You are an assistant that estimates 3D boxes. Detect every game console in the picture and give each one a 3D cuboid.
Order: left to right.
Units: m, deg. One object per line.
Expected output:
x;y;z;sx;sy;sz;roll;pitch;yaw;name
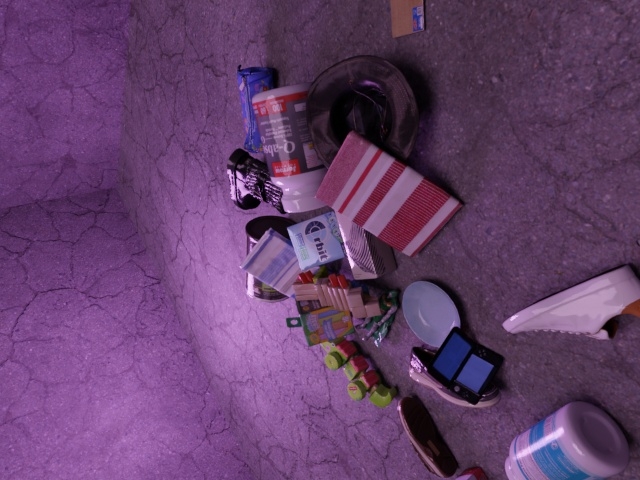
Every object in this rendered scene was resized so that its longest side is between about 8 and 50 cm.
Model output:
0.363;0.313;1.100;0.124;0.144;0.085;26;163;44;game console

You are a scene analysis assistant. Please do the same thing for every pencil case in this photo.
-0.224;-0.459;1.552;0.120;0.133;0.305;15;119;30;pencil case

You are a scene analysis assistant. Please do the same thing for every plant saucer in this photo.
0.314;0.200;1.219;0.195;0.038;0.194;26;124;45;plant saucer

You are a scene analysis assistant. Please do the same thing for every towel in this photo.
-0.123;0.100;1.554;0.285;0.034;0.209;34;118;-16;towel
0.168;-0.113;1.150;0.329;0.037;0.237;33;135;0;towel

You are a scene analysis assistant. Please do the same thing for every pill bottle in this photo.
-0.069;-0.283;1.351;0.210;0.210;0.362;8;116;51;pill bottle
0.526;0.477;0.973;0.146;0.146;0.264;50;140;26;pill bottle

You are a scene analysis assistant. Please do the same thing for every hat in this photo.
0.125;-0.327;1.154;0.332;0.134;0.330;17;122;29;hat

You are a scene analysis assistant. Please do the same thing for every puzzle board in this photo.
0.207;-0.560;1.044;0.097;0.011;0.128;13;116;48;puzzle board

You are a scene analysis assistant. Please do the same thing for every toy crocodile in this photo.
0.118;0.435;1.518;0.340;0.115;0.105;47;132;27;toy crocodile

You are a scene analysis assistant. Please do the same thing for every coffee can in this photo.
-0.187;0.070;1.678;0.202;0.202;0.275;35;132;39;coffee can

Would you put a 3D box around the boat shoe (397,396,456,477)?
0.309;0.617;1.366;0.257;0.095;0.095;60;149;14;boat shoe

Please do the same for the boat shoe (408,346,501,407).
0.350;0.364;1.194;0.285;0.103;0.092;9;117;57;boat shoe

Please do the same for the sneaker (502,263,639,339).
0.507;0.161;0.889;0.290;0.106;0.123;-43;68;50;sneaker

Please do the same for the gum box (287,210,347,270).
0.000;0.000;1.452;0.185;0.041;0.156;-19;89;16;gum box

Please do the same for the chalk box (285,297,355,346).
-0.009;0.260;1.480;0.132;0.213;0.131;-118;13;-69;chalk box

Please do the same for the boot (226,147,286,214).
-0.207;-0.178;1.659;0.260;0.131;0.348;27;159;11;boot

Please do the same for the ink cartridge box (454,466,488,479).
0.409;0.740;1.216;0.127;0.175;0.072;60;142;16;ink cartridge box

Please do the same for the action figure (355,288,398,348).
0.185;0.228;1.386;0.137;0.064;0.232;53;137;28;action figure

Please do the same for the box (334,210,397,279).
0.129;-0.026;1.312;0.113;0.094;0.274;-14;94;54;box

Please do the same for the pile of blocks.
0.053;0.137;1.397;0.363;0.149;0.112;10;126;45;pile of blocks
